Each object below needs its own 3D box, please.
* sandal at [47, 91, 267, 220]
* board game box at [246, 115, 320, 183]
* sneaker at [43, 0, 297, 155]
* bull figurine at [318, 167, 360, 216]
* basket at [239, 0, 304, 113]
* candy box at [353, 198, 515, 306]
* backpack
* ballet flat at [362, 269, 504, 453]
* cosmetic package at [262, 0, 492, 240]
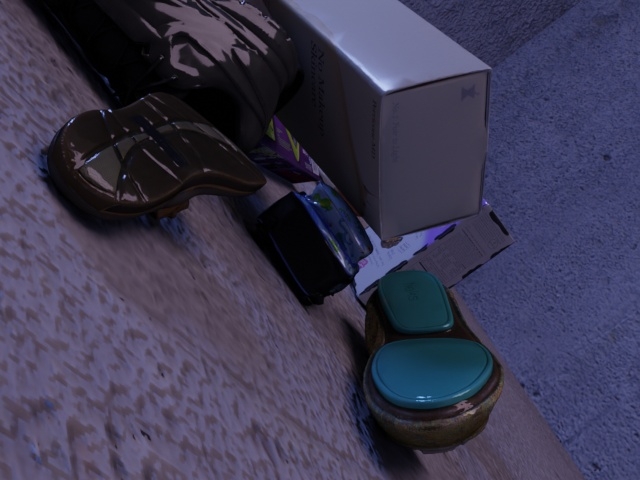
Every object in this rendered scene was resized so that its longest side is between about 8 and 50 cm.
[{"bbox_3d":[-0.106,-0.042,0.612,0.090,0.060,0.219,47,22,3],"label":"sandal"},{"bbox_3d":[-0.070,-0.196,1.218,0.347,0.056,0.208,22,64,-76],"label":"board game box"},{"bbox_3d":[-0.142,-0.169,0.763,0.286,0.109,0.130,30,54,-25],"label":"sneaker"},{"bbox_3d":[0.033,-0.153,1.788,0.188,0.101,0.310,44,8,-28],"label":"bull figurine"},{"bbox_3d":[-0.128,-0.222,0.962,0.226,0.154,0.204,57,6,8],"label":"basket"},{"bbox_3d":[0.130,0.006,1.244,0.070,0.196,0.165,50,8,-21],"label":"candy box"},{"bbox_3d":[0.000,0.000,0.925,0.105,0.084,0.114,56,4,3],"label":"backpack"},{"bbox_3d":[0.098,0.127,0.882,0.123,0.123,0.348,51,10,-12],"label":"ballet flat"},{"bbox_3d":[0.043,-0.152,0.973,0.309,0.113,0.160,-126,-152,-51],"label":"cosmetic package"}]
